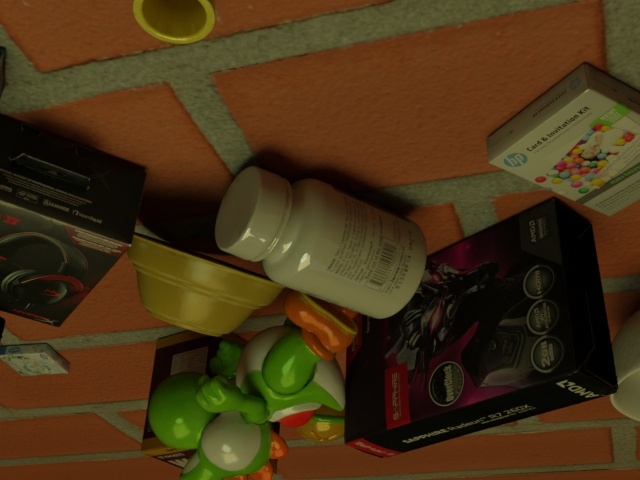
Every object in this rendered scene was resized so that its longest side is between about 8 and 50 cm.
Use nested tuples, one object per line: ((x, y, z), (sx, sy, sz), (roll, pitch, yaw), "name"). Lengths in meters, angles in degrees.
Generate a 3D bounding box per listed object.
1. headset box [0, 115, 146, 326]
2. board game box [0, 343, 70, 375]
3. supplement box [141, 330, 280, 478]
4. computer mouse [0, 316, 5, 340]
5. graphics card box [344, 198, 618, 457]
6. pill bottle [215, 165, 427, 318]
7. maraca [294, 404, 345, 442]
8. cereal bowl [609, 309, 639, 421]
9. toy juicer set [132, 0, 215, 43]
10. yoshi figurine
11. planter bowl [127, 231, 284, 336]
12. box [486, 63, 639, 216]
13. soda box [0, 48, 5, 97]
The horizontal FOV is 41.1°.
((-0.356, -0.024, 1.011), (0.218, 0.110, 0.293), (21, 144, -26), "headset box")
((-0.497, 0.208, 1.484), (0.090, 0.020, 0.090), (-4, 148, 11), "board game box")
((-0.170, 0.271, 1.398), (0.129, 0.194, 0.191), (-17, 143, 29), "supplement box")
((-0.441, 0.095, 1.114), (0.071, 0.242, 0.041), (23, 108, -16), "computer mouse")
((0.185, 0.126, 1.102), (0.094, 0.232, 0.371), (28, 141, -34), "graphics card box")
((0.000, 0.000, 1.005), (0.229, 0.131, 0.131), (22, 144, -28), "pill bottle")
((0.001, 0.314, 1.556), (0.127, 0.099, 0.186), (10, 174, -8), "maraca")
((0.570, 0.144, 1.189), (0.339, 0.141, 0.339), (2, 148, 1), "cereal bowl")
((-0.205, -0.269, 0.622), (0.329, 0.089, 0.209), (17, 146, -22), "toy juicer set")
((-0.113, 0.185, 1.160), (0.204, 0.203, 0.362), (20, 114, -43), "yoshi figurine")
((-0.155, 0.062, 1.060), (0.217, 0.090, 0.217), (20, 177, 1), "planter bowl")
((0.296, -0.100, 0.911), (0.186, 0.038, 0.145), (21, 144, -25), "box")
((-0.405, -0.168, 0.826), (0.183, 0.062, 0.058), (13, 147, -15), "soda box")
